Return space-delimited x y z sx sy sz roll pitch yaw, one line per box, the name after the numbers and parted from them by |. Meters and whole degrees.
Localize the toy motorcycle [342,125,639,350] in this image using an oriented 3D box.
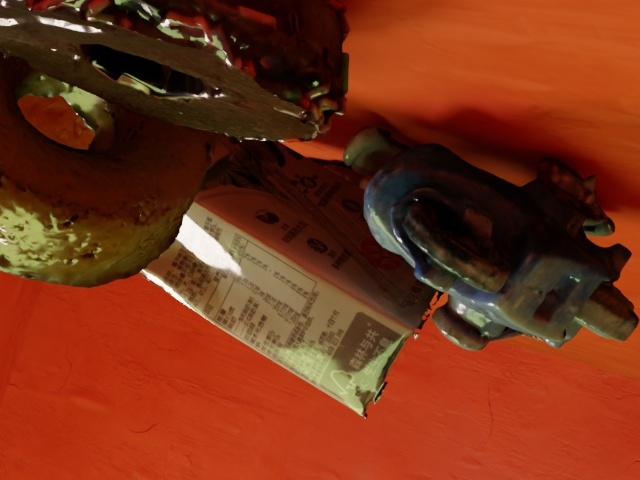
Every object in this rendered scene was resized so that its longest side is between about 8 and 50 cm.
0.142 0.008 0.908 0.319 0.181 0.241 22 172 -42 | toy motorcycle

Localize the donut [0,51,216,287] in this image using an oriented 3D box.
-0.201 -0.099 0.787 0.272 0.272 0.107 22 144 -31 | donut

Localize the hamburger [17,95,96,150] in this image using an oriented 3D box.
-0.390 -0.116 1.191 0.330 0.208 0.162 18 174 -22 | hamburger

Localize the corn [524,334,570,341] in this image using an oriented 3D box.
0.399 0.147 1.877 0.080 0.079 0.237 21 176 -25 | corn

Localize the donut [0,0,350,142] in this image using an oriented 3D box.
-0.104 -0.146 0.648 0.270 0.103 0.269 15 173 2 | donut

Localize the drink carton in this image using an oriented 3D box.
-0.036 0.013 1.017 0.325 0.132 0.194 31 -148 7 | drink carton

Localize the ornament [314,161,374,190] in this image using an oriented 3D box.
0.026 0.031 1.242 0.221 0.217 0.235 18 175 -2 | ornament
